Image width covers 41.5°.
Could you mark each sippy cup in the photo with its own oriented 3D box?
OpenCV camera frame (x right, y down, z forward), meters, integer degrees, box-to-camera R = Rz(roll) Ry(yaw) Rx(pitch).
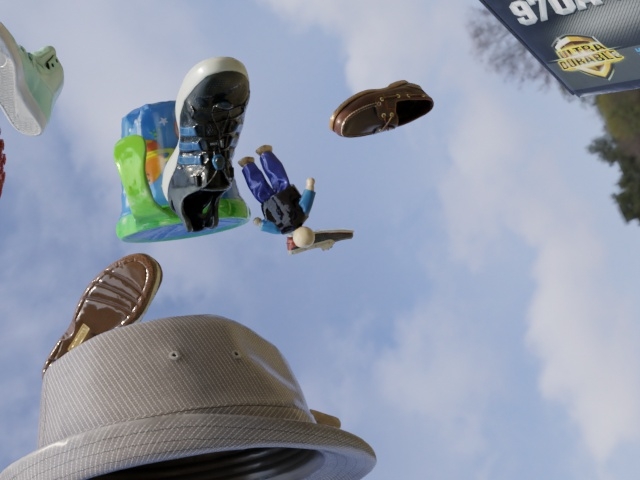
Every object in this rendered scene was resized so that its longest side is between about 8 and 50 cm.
[{"bbox_3d":[-0.257,-0.125,1.506,0.240,0.305,0.224,-7,-96,-20],"label":"sippy cup"}]

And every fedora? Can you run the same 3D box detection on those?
[{"bbox_3d":[-0.104,0.137,0.654,0.275,0.243,0.124,3,-121,-27],"label":"fedora"}]

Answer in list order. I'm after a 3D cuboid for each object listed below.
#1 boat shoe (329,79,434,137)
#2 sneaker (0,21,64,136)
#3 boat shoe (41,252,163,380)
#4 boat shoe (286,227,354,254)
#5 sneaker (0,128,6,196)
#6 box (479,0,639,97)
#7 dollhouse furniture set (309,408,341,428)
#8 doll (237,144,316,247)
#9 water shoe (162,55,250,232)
[{"bbox_3d":[0.109,-0.222,1.446,0.207,0.073,0.073,-29,-125,-32],"label":"boat shoe"},{"bbox_3d":[-0.541,-0.327,1.511,0.256,0.094,0.151,81,-163,-52],"label":"sneaker"},{"bbox_3d":[-0.321,0.120,1.278,0.095,0.257,0.095,44,-169,11],"label":"boat shoe"},{"bbox_3d":[0.000,0.000,1.610,0.137,0.049,0.043,-6,-83,-19],"label":"boat shoe"},{"bbox_3d":[-0.446,-0.141,0.946,0.121,0.112,0.299,-91,-10,-54],"label":"sneaker"},{"bbox_3d":[0.190,-0.173,0.529,0.175,0.220,0.051,38,-101,-21],"label":"box"},{"bbox_3d":[-0.157,0.359,1.225,0.394,0.362,0.256,24,-142,-30],"label":"dollhouse furniture set"},{"bbox_3d":[-0.064,-0.072,1.437,0.189,0.129,0.046,61,-171,12],"label":"doll"},{"bbox_3d":[-0.104,-0.089,0.838,0.073,0.203,0.080,-12,-123,-28],"label":"water shoe"}]
